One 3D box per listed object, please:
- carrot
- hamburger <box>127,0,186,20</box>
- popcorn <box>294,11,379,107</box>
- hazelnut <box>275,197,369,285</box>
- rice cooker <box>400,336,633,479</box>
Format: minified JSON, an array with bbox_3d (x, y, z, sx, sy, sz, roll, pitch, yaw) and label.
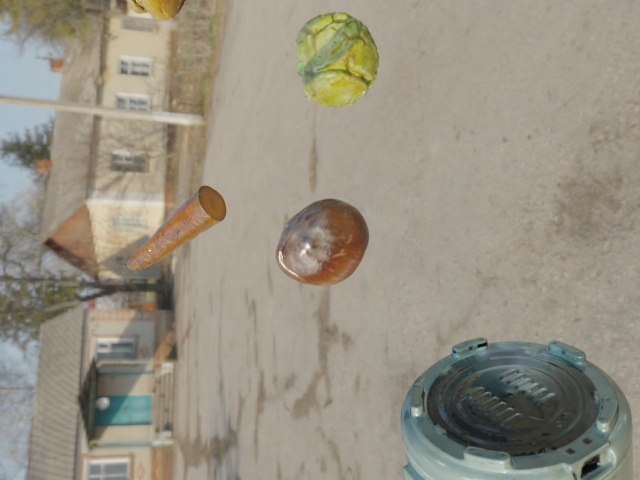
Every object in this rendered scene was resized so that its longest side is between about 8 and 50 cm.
[{"bbox_3d":[-0.228,-0.003,1.046,0.224,0.057,0.057,-34,48,34],"label":"carrot"},{"bbox_3d":[-0.235,-0.396,0.993,0.138,0.083,0.147,63,-138,-64],"label":"hamburger"},{"bbox_3d":[0.038,-0.429,1.655,0.183,0.205,0.220,-121,32,-72],"label":"popcorn"},{"bbox_3d":[0.000,0.000,1.117,0.154,0.143,0.143,-43,37,27],"label":"hazelnut"},{"bbox_3d":[0.204,0.247,0.726,0.281,0.241,0.226,27,135,54],"label":"rice cooker"}]
